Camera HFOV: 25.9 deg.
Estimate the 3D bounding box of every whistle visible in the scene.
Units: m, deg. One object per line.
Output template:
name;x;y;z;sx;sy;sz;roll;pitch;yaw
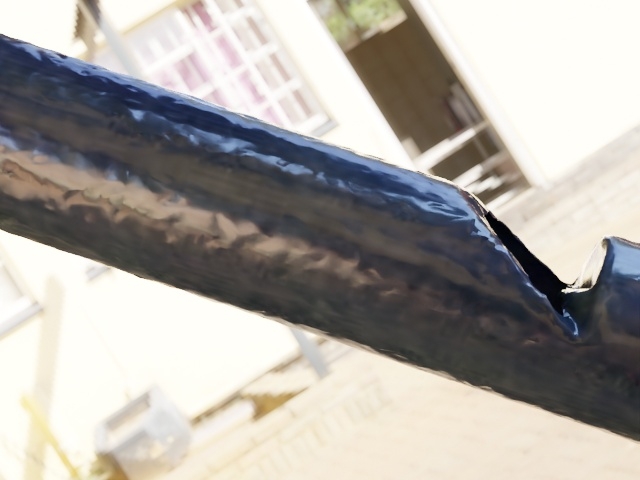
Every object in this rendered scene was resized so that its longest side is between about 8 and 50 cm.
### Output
whistle;0.000;0.000;0.422;0.062;0.304;0.062;19;-90;-87
